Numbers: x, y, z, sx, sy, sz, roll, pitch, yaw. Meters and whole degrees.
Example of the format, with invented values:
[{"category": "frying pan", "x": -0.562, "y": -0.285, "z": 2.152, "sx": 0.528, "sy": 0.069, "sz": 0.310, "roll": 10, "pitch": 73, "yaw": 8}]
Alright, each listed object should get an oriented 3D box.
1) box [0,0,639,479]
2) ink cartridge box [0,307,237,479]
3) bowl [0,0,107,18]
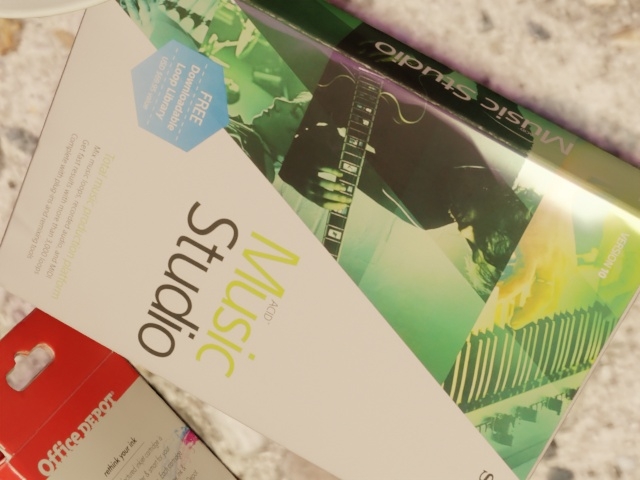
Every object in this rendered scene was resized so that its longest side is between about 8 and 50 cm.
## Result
[{"category": "box", "x": 0.000, "y": 0.000, "z": 0.998, "sx": 0.322, "sy": 0.058, "sz": 0.232, "roll": 28, "pitch": 121, "yaw": 6}, {"category": "ink cartridge box", "x": -0.123, "y": 0.158, "z": 1.073, "sx": 0.231, "sy": 0.134, "sz": 0.078, "roll": 47, "pitch": 121, "yaw": -4}, {"category": "bowl", "x": -0.141, "y": -0.264, "z": 0.884, "sx": 0.297, "sy": 0.134, "sz": 0.298, "roll": 8, "pitch": 116, "yaw": 17}]
